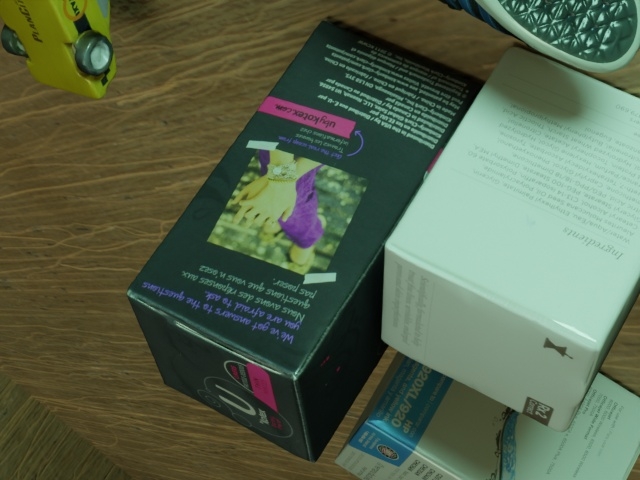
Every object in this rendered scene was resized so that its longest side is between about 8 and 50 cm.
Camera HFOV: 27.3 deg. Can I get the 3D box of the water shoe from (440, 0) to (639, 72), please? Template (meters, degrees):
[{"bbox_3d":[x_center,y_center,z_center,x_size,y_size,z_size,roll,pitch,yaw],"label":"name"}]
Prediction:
[{"bbox_3d":[0.106,-0.168,0.800,0.203,0.073,0.080,35,179,7],"label":"water shoe"}]

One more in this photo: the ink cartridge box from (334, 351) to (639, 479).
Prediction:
[{"bbox_3d":[0.164,0.189,1.265,0.233,0.168,0.171,31,156,3],"label":"ink cartridge box"}]

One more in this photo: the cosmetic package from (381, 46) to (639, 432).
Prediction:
[{"bbox_3d":[0.149,0.001,0.901,0.151,0.183,0.151,27,155,15],"label":"cosmetic package"}]

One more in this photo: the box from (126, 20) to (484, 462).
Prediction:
[{"bbox_3d":[0.000,0.000,0.982,0.143,0.270,0.165,26,156,18],"label":"box"}]

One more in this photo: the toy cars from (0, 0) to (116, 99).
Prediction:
[{"bbox_3d":[-0.294,-0.282,1.060,0.394,0.087,0.176,43,150,-13],"label":"toy cars"}]
